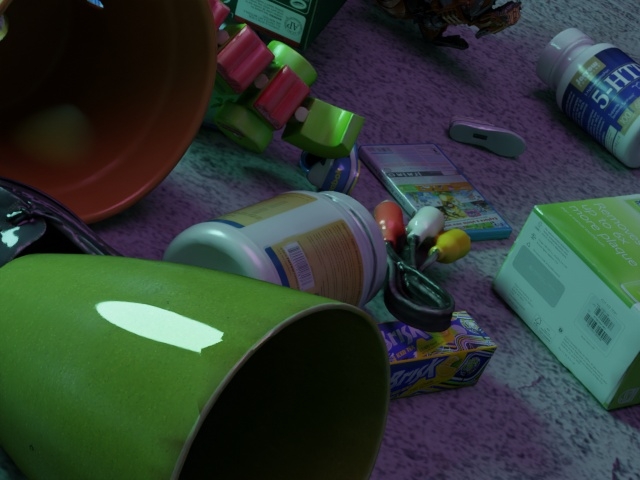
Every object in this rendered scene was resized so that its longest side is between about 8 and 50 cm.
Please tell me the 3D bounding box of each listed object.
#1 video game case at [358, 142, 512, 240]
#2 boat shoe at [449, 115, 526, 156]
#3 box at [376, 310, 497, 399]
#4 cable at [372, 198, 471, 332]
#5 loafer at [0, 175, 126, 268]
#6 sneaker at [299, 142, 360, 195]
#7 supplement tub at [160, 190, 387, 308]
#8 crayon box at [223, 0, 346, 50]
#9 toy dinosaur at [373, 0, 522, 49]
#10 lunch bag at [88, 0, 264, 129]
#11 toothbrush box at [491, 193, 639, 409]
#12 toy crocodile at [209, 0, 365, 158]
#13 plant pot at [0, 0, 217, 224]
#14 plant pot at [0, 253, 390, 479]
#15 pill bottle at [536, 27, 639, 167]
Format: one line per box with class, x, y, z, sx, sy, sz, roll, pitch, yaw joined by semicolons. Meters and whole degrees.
video game case;0.131;-0.057;2.104;0.119;0.015;0.166;-3;41;-39
boat shoe;0.206;-0.133;2.251;0.100;0.035;0.035;13;36;-8
box;0.088;0.114;1.783;0.169;0.054;0.059;-6;43;-39
cable;0.085;0.012;1.863;0.139;0.072;0.287;22;13;0
loafer;-0.243;0.021;1.618;0.302;0.109;0.095;29;-3;1
sneaker;0.007;-0.105;2.053;0.059;0.053;0.144;13;32;-15
supplement tub;-0.042;0.034;1.724;0.144;0.144;0.200;40;34;22
crayon box;-0.105;-0.406;2.161;0.363;0.106;0.313;25;42;10
toy dinosaur;0.117;-0.359;2.392;0.322;0.218;0.164;6;33;23
lunch bag;-0.169;-0.214;2.062;0.219;0.090;0.176;13;31;-20
toothbrush box;0.365;0.057;1.997;0.283;0.122;0.206;-5;42;-41
toy crocodile;-0.100;-0.199;1.937;0.340;0.115;0.105;41;-12;-19
plant pot;-0.275;-0.185;1.787;0.291;0.291;0.203;-8;29;-42
plant pot;-0.143;0.126;1.448;0.293;0.275;0.275;23;27;32
pill bottle;0.374;-0.191;2.379;0.112;0.112;0.187;-12;47;-45
